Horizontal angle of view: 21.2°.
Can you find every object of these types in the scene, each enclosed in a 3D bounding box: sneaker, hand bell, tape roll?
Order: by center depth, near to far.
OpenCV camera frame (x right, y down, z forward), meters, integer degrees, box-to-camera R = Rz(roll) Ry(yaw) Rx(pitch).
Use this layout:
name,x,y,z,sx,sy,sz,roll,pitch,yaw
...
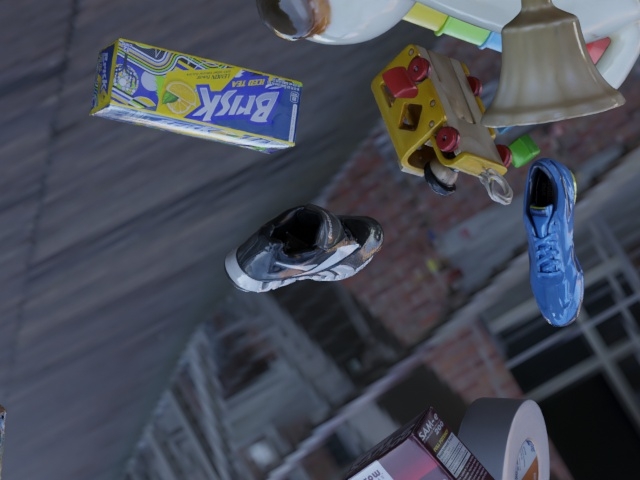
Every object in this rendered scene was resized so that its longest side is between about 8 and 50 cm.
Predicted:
name,x,y,z,sx,sy,sz,roll,pitch,yaw
hand bell,0.180,-0.226,1.461,0.126,0.242,0.126,-10,-172,1
sneaker,0.000,0.000,2.082,0.234,0.078,0.106,-12,155,-38
sneaker,0.281,0.002,2.126,0.069,0.209,0.082,-5,172,28
tape roll,0.244,0.321,2.303,0.072,0.219,0.219,1,-178,24

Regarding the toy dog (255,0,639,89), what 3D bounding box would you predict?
name,x,y,z,sx,sy,sz,roll,pitch,yaw
toy dog,0.126,-0.323,1.754,0.408,0.395,0.284,-5,-149,24

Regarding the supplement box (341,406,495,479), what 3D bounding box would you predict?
name,x,y,z,sx,sy,sz,roll,pitch,yaw
supplement box,0.151,0.326,1.984,0.130,0.239,0.073,-40,-177,31

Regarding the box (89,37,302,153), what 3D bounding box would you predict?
name,x,y,z,sx,sy,sz,roll,pitch,yaw
box,-0.103,-0.119,1.436,0.169,0.059,0.054,11,170,-26

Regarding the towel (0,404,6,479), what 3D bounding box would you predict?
name,x,y,z,sx,sy,sz,roll,pitch,yaw
towel,-0.447,0.183,1.832,0.040,0.271,0.370,-47,169,-29

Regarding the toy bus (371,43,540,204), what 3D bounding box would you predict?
name,x,y,z,sx,sy,sz,roll,pitch,yaw
toy bus,0.130,-0.115,1.892,0.104,0.191,0.202,-42,-174,32

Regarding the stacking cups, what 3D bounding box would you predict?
name,x,y,z,sx,sy,sz,roll,pitch,yaw
stacking cups,0.255,-0.289,2.315,0.316,0.096,0.096,18,151,-14
